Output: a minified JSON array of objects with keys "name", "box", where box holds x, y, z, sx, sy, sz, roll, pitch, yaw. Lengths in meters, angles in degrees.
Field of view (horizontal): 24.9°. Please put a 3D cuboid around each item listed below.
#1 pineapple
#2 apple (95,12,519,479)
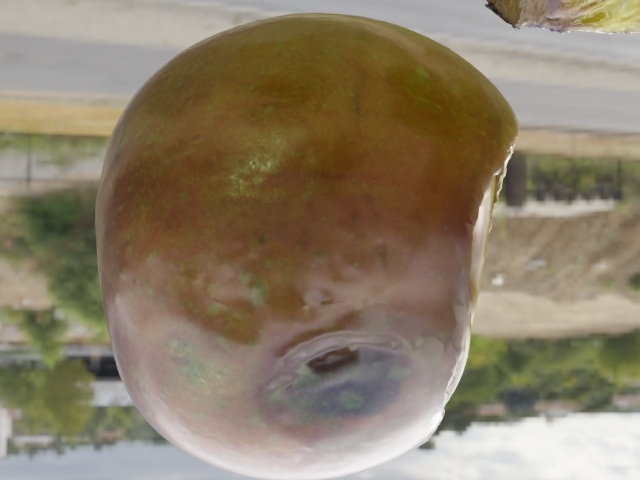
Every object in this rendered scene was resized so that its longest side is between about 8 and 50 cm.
[{"name":"pineapple","box":[0.098,-0.138,0.618,0.114,0.114,0.077,29,-134,21]},{"name":"apple","box":[0.000,0.000,0.730,0.207,0.237,0.237,-4,172,15]}]
